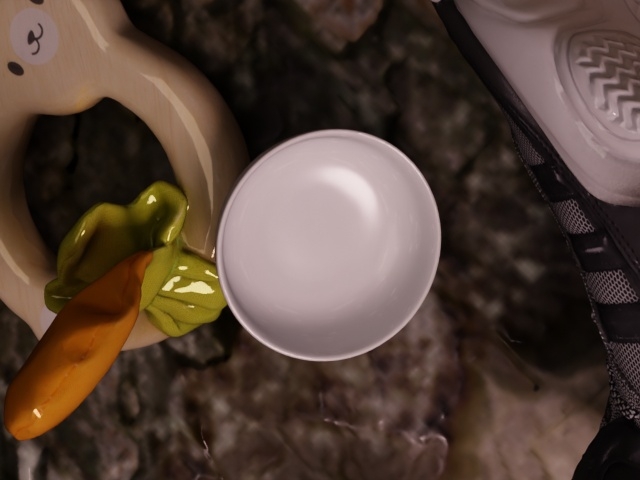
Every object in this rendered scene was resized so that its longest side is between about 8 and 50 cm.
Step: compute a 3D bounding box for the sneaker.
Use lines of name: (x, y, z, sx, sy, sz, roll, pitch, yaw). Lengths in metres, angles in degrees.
sneaker: (0.103, 0.017, 0.514, 0.268, 0.101, 0.153, 49, 134, 27)

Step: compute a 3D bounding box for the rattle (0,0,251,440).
rattle: (-0.117, -0.042, 0.579, 0.130, 0.142, 0.200, -14, 100, 42)

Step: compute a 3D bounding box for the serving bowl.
serving bowl: (0.000, 0.000, 0.581, 0.083, 0.027, 0.083, -3, 101, -17)
